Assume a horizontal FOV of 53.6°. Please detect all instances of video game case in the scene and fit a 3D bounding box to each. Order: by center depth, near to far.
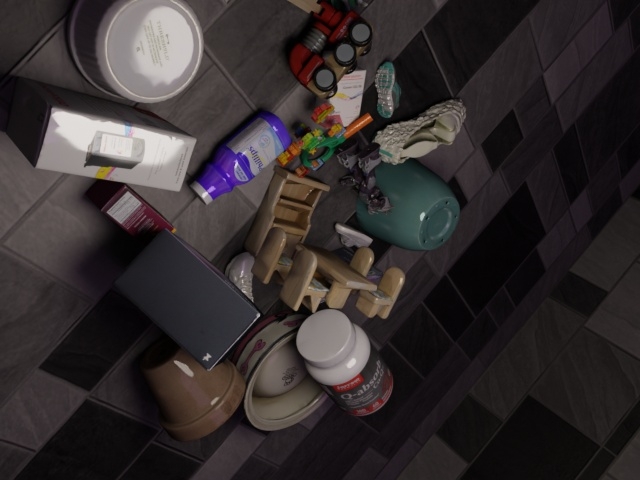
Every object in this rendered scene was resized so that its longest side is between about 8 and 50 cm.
[{"bbox_3d":[0.026,0.105,1.948,0.274,0.196,0.026,-18,125,-33],"label":"video game case"}]

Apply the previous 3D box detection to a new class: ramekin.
[{"bbox_3d":[-0.370,-0.412,1.315,0.273,0.127,0.272,-22,128,-30],"label":"ramekin"}]

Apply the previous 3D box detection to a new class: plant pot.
[{"bbox_3d":[-0.376,0.385,1.760,0.263,0.263,0.229,-39,119,-16],"label":"plant pot"},{"bbox_3d":[0.300,-0.101,2.031,0.293,0.235,0.292,-22,128,-31],"label":"plant pot"}]

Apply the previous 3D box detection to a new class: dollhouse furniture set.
[{"bbox_3d":[0.000,0.000,1.711,0.362,0.394,0.256,12,107,-45],"label":"dollhouse furniture set"}]

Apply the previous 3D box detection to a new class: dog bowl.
[{"bbox_3d":[-0.112,0.407,2.057,0.408,0.150,0.407,-23,130,-31],"label":"dog bowl"}]

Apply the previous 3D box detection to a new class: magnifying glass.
[{"bbox_3d":[0.045,-0.283,1.780,0.231,0.026,0.092,-32,157,11],"label":"magnifying glass"}]

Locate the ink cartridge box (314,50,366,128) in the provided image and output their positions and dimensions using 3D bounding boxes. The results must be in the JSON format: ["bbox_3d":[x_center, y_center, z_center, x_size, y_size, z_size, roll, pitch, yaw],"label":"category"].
[{"bbox_3d":[0.055,-0.415,1.733,0.115,0.067,0.198,-15,125,-34],"label":"ink cartridge box"}]

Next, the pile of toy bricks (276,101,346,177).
[{"bbox_3d":[-0.030,-0.259,1.667,0.212,0.118,0.105,-42,169,16],"label":"pile of toy bricks"}]

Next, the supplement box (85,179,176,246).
[{"bbox_3d":[-0.443,-0.067,1.489,0.081,0.104,0.188,-48,137,-6],"label":"supplement box"}]

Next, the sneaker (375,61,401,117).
[{"bbox_3d":[0.204,-0.449,1.861,0.076,0.065,0.166,-39,141,-39],"label":"sneaker"}]

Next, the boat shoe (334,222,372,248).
[{"bbox_3d":[0.099,-0.008,2.046,0.184,0.066,0.063,22,99,-57],"label":"boat shoe"}]

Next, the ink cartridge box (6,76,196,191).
[{"bbox_3d":[-0.449,-0.214,1.301,0.306,0.226,0.131,6,110,-42],"label":"ink cartridge box"}]

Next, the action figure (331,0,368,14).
[{"bbox_3d":[0.050,-0.678,1.569,0.137,0.063,0.232,-39,132,-11],"label":"action figure"}]

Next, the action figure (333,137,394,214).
[{"bbox_3d":[0.129,-0.172,1.865,0.099,0.185,0.285,-47,144,-22],"label":"action figure"}]

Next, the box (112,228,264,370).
[{"bbox_3d":[-0.299,0.145,1.527,0.182,0.296,0.294,-48,178,-7],"label":"box"}]

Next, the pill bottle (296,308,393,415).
[{"bbox_3d":[0.074,0.374,1.935,0.210,0.210,0.363,-44,137,-10],"label":"pill bottle"}]

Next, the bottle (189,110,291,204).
[{"bbox_3d":[-0.207,-0.206,1.617,0.283,0.092,0.118,-42,138,-12],"label":"bottle"}]

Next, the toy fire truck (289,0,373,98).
[{"bbox_3d":[-0.017,-0.509,1.576,0.217,0.246,0.158,-51,178,4],"label":"toy fire truck"}]

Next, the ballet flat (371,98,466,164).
[{"bbox_3d":[0.341,-0.329,1.997,0.409,0.147,0.146,-27,131,-27],"label":"ballet flat"}]

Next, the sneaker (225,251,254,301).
[{"bbox_3d":[-0.222,0.147,1.815,0.090,0.115,0.232,-2,117,-41],"label":"sneaker"}]
